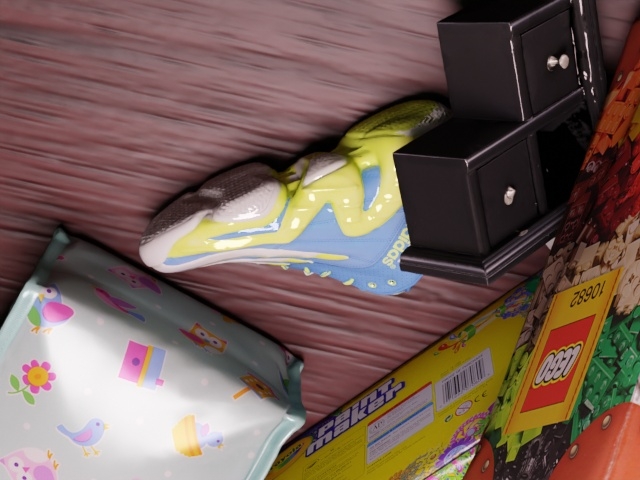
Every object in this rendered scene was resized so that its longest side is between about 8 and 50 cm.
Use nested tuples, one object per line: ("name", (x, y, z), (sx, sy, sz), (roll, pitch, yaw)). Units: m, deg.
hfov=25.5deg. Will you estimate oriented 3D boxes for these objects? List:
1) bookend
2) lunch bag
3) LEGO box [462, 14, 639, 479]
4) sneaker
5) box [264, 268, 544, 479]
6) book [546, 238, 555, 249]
("bookend", (0.112, -0.078, 0.899), (0.072, 0.156, 0.157), (9, 119, 43))
("lunch bag", (-0.163, 0.161, 1.020), (0.223, 0.160, 0.262), (28, 106, -9))
("LEGO box", (0.377, 0.100, 0.831), (0.500, 0.193, 0.372), (27, 70, -11))
("sneaker", (0.000, 0.000, 0.978), (0.240, 0.091, 0.126), (-21, 111, 11))
("box", (0.137, 0.229, 1.019), (0.290, 0.177, 0.279), (-36, 106, 16))
("book", (0.235, -0.020, 0.991), (0.144, 0.035, 0.096), (-39, 102, 18))
